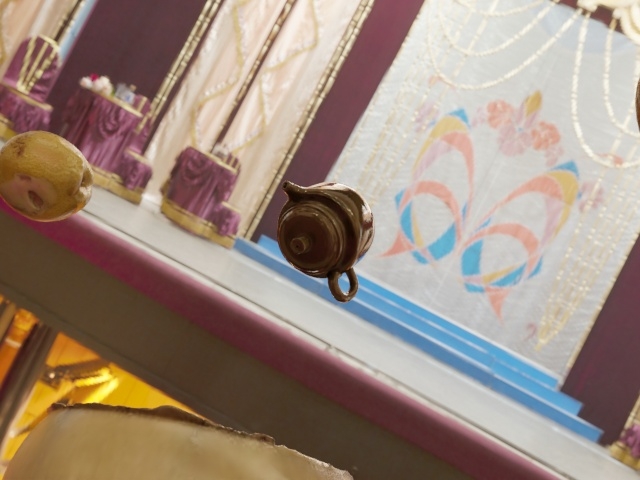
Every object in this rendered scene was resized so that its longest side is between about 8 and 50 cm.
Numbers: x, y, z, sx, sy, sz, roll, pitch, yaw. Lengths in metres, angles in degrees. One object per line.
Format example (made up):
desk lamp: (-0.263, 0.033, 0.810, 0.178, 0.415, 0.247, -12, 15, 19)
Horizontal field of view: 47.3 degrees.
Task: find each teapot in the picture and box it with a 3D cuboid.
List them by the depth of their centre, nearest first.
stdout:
teapot: (0.000, 0.000, 1.440, 0.175, 0.185, 0.268, -31, 96, -57)

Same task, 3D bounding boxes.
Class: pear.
pear: (-0.511, -0.117, 1.366, 0.178, 0.178, 0.178, 27, -1, 1)

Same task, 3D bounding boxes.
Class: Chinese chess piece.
Chinese chess piece: (-0.126, 0.262, 0.688, 0.337, 0.141, 0.338, 11, -26, 6)

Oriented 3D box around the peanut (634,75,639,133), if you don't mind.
peanut: (0.339, -0.094, 0.659, 0.090, 0.214, 0.098, -20, 11, -26)
